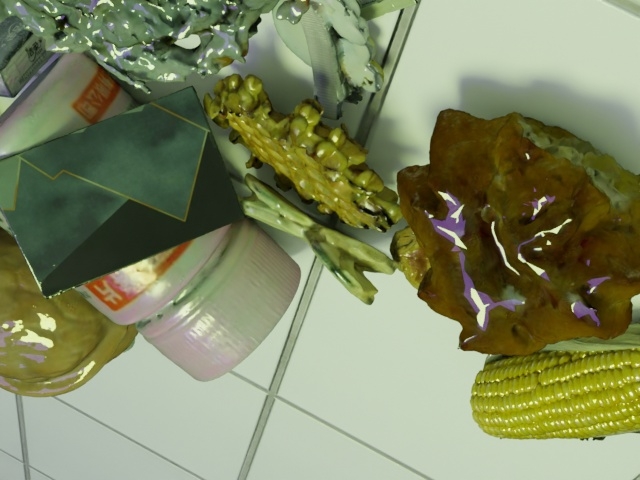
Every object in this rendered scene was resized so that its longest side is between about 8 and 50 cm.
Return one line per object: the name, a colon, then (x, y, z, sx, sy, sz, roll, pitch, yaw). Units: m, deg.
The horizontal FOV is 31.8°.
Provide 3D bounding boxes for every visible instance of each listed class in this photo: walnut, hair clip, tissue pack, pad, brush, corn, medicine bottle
walnut: (-0.381, 0.073, 1.546, 0.285, 0.285, 0.296, 20, -175, 17)
hair clip: (0.002, -0.189, 1.082, 0.116, 0.049, 0.172, 19, 149, 28)
tissue pack: (-0.390, -0.222, 1.306, 0.156, 0.112, 0.051, 10, 143, 29)
pad: (-0.220, -0.051, 1.216, 0.004, 0.243, 0.163, -118, 6, -71)
brush: (0.057, -0.217, 1.042, 0.083, 0.013, 0.016, -7, 129, 47)
corn: (0.293, 0.166, 1.282, 0.123, 0.122, 0.305, 16, 160, -32)
medicine bottle: (-0.223, -0.022, 1.341, 0.388, 0.219, 0.219, 45, 145, -18)

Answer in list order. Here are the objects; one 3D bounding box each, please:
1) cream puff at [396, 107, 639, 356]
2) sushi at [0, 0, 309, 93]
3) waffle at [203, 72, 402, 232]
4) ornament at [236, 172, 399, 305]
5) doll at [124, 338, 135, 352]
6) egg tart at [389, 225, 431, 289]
cream puff: (0.199, -0.005, 1.055, 0.269, 0.155, 0.241, 5, 114, 27)
sushi: (-0.162, -0.323, 0.937, 0.417, 0.176, 0.417, 15, 139, 14)
waffle: (-0.023, -0.090, 1.191, 0.228, 0.051, 0.231, 40, 167, -21)
ornament: (0.000, 0.000, 1.303, 0.201, 0.059, 0.180, 35, -178, 21)
doll: (-0.392, 0.128, 1.810, 0.214, 0.071, 0.103, 27, 146, 13)
egg tart: (0.137, 0.020, 1.258, 0.130, 0.052, 0.130, 20, 147, 14)
